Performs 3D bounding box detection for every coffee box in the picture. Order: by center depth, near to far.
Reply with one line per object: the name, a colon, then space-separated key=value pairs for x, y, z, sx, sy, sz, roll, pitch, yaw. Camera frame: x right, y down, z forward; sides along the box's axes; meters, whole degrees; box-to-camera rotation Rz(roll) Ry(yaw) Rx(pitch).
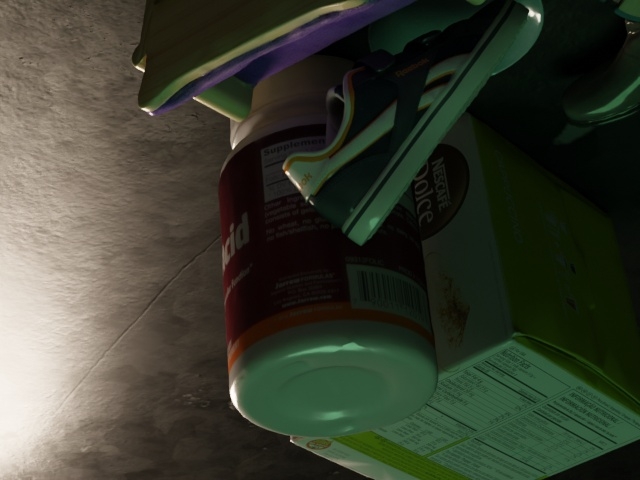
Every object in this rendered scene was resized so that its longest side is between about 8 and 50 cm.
coffee box: x=0.182 y=0.104 z=1.864 sx=0.334 sy=0.337 sz=0.338 roll=-30 pitch=139 yaw=30

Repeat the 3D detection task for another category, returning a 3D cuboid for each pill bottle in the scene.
pill bottle: x=0.000 y=0.000 z=1.630 sx=0.224 sy=0.392 sz=0.224 roll=-4 pitch=147 yaw=-2

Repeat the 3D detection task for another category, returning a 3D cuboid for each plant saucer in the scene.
plant saucer: x=0.147 y=-0.246 z=1.608 sx=0.195 sy=0.037 sz=0.195 roll=-4 pitch=147 yaw=-3

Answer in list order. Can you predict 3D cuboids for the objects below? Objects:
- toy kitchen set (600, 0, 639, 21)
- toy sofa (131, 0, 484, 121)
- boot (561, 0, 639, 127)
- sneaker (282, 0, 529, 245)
toy kitchen set: x=0.282 y=-0.319 z=1.498 sx=0.207 sy=0.166 sz=0.122 roll=37 pitch=143 yaw=1
toy sofa: x=-0.017 y=-0.224 z=1.434 sx=0.150 sy=0.177 sz=0.363 roll=25 pitch=147 yaw=-38
boot: x=0.356 y=-0.237 z=1.633 sx=0.247 sy=0.083 sz=0.161 roll=-27 pitch=134 yaw=20
sneaker: x=0.089 y=-0.154 z=1.511 sx=0.127 sy=0.321 sz=0.126 roll=37 pitch=160 yaw=5
